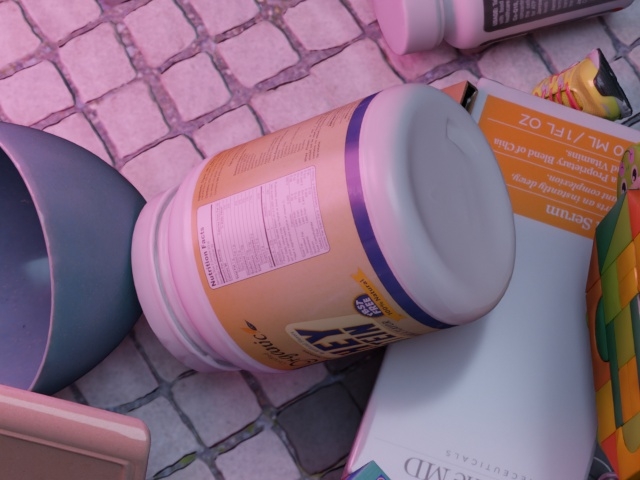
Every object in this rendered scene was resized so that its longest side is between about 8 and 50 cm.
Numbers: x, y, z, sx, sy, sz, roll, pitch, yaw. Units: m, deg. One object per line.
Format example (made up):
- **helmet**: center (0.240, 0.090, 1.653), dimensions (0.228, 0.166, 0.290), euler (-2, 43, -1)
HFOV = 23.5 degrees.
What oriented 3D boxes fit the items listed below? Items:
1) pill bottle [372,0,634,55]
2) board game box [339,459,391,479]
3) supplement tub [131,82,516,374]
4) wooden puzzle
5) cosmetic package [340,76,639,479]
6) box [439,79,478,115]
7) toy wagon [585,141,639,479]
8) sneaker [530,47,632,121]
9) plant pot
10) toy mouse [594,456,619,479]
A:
- **pill bottle**: center (0.207, -0.311, 1.752), dimensions (0.283, 0.161, 0.161), euler (-15, 70, -10)
- **board game box**: center (-0.028, 0.298, 1.449), dimensions (0.047, 0.210, 0.160), euler (49, 57, 2)
- **supplement tub**: center (0.000, 0.000, 1.460), dimensions (0.316, 0.228, 0.228), euler (-18, 65, 33)
- **wooden puzzle**: center (-0.281, 0.242, 1.489), dimensions (0.221, 0.239, 0.044), euler (14, 32, 1)
- **cosmetic package**: center (0.195, 0.084, 1.596), dimensions (0.230, 0.161, 0.453), euler (18, 69, 3)
- **box**: center (0.077, -0.077, 1.641), dimensions (0.021, 0.201, 0.164), euler (31, 65, -27)
- **toy wagon**: center (0.298, 0.050, 1.388), dimensions (0.068, 0.267, 0.344), euler (0, 69, -8)
- **sneaker**: center (0.275, -0.150, 1.683), dimensions (0.094, 0.208, 0.081), euler (-27, 90, -2)
- **plant pot**: center (-0.277, 0.016, 1.555), dimensions (0.195, 0.290, 0.290), euler (-10, 65, -45)
- **toy mouse**: center (0.334, 0.287, 1.595), dimensions (0.161, 0.031, 0.143), euler (23, 68, 5)
